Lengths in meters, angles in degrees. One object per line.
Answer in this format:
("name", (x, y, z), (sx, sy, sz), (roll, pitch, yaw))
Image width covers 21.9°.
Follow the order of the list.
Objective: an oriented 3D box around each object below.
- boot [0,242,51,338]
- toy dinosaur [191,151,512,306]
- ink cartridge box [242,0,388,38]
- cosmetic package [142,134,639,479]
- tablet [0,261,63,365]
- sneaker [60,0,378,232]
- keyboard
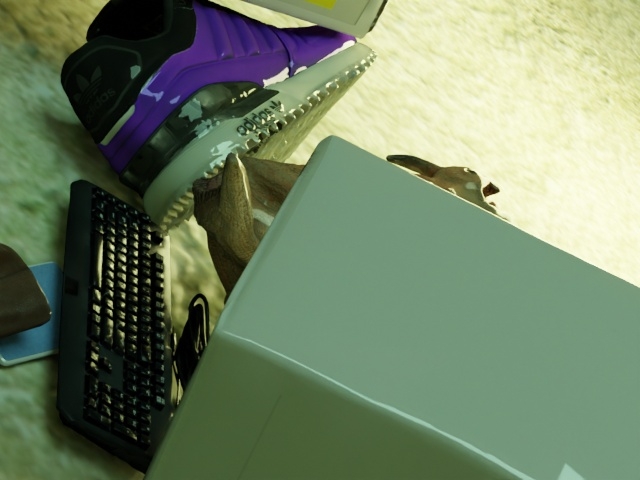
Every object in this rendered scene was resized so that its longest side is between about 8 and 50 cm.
("boot", (-0.158, 0.049, 0.780), (0.106, 0.037, 0.114), (49, 29, 12))
("toy dinosaur", (0.000, 0.000, 0.948), (0.295, 0.127, 0.200), (27, 30, -46))
("ink cartridge box", (-0.144, -0.258, 1.101), (0.307, 0.072, 0.303), (14, 24, -39))
("cosmetic package", (0.114, 0.146, 0.712), (0.385, 0.217, 0.156), (24, 38, 1))
("tablet", (-0.149, 0.037, 0.848), (0.054, 0.006, 0.083), (53, 29, 15))
("sneaker", (-0.069, -0.118, 1.071), (0.146, 0.102, 0.293), (45, 27, 3))
("keyboard", (-0.090, 0.041, 0.878), (0.100, 0.038, 0.192), (37, 29, -31))
